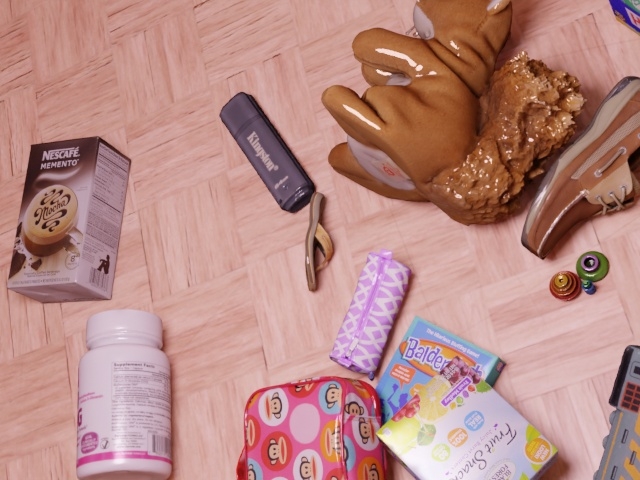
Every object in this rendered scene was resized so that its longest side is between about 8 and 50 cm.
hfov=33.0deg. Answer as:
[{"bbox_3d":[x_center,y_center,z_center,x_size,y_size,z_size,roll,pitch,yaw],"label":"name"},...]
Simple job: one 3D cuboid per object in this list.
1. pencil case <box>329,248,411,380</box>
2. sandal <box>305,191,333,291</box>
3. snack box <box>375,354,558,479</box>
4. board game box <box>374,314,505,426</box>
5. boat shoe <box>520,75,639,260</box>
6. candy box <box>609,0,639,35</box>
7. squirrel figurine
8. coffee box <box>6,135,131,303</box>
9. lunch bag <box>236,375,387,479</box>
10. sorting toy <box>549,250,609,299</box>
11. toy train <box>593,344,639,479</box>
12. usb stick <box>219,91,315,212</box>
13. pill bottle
[{"bbox_3d":[0.080,0.121,1.778,0.086,0.088,0.206,14,76,27],"label":"pencil case"},{"bbox_3d":[0.000,0.000,1.883,0.049,0.072,0.180,5,67,5],"label":"sandal"},{"bbox_3d":[0.215,0.303,1.590,0.174,0.070,0.207,-43,67,-10],"label":"snack box"},{"bbox_3d":[0.171,0.246,1.709,0.160,0.047,0.210,25,82,31],"label":"board game box"},{"bbox_3d":[0.438,-0.104,1.678,0.120,0.122,0.324,36,89,22],"label":"boat shoe"},{"bbox_3d":[0.544,-0.383,1.618,0.122,0.317,0.268,-47,57,4],"label":"candy box"},{"bbox_3d":[0.240,-0.241,1.776,0.397,0.281,0.370,30,75,20],"label":"squirrel figurine"},{"bbox_3d":[-0.483,-0.038,2.089,0.168,0.119,0.297,-5,69,24],"label":"coffee box"},{"bbox_3d":[-0.026,0.367,1.691,0.258,0.120,0.293,-15,70,36],"label":"lunch bag"},{"bbox_3d":[0.401,0.054,1.677,0.102,0.042,0.061,-40,59,6],"label":"sorting toy"},{"bbox_3d":[0.474,0.298,1.475,0.190,0.142,0.333,19,97,40],"label":"toy train"},{"bbox_3d":[-0.101,-0.166,1.999,0.077,0.045,0.278,-38,60,7],"label":"usb stick"},{"bbox_3d":[-0.340,0.273,1.876,0.160,0.160,0.283,-13,65,20],"label":"pill bottle"}]
